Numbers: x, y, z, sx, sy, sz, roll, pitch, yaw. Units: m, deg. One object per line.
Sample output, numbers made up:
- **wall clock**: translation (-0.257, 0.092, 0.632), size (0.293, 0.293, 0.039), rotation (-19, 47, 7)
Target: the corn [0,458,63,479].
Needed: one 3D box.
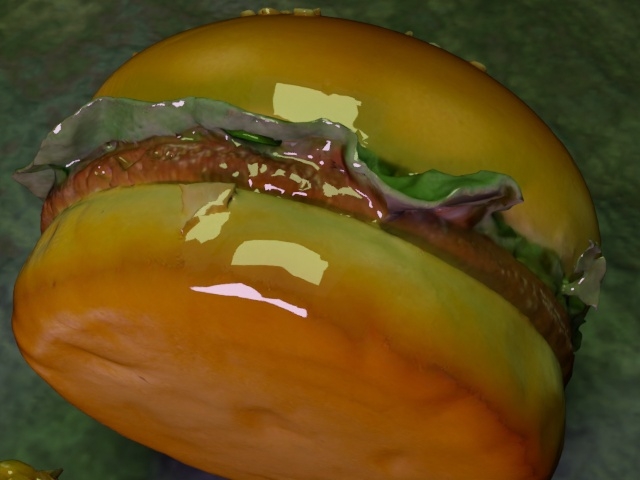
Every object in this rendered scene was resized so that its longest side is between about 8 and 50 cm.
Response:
- **corn**: translation (-0.200, 0.207, 0.674), size (0.102, 0.102, 0.313), rotation (20, 58, 23)

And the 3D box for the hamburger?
- **hamburger**: translation (0.002, 0.001, 0.704), size (0.246, 0.246, 0.170), rotation (10, 63, 17)
